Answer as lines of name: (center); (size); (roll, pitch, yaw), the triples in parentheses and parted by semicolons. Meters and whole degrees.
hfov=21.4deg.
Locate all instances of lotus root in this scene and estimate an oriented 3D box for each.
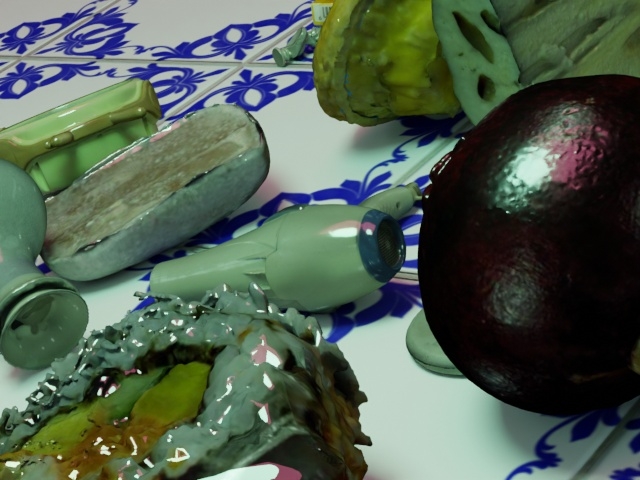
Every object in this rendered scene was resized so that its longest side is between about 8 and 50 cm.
lotus root: (0.271, -0.256, 1.945); (0.260, 0.267, 0.149); (-41, 33, -25)

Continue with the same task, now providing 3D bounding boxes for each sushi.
sushi: (-0.148, 0.205, 1.412); (0.417, 0.176, 0.417); (-18, 29, 11)

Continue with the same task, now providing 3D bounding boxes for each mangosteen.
mangosteen: (0.250, 0.023, 1.446); (0.347, 0.307, 0.307); (32, 46, 20)

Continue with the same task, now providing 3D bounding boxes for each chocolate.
chocolate: (-0.197, -0.047, 2.023); (0.303, 0.100, 0.185); (-29, 33, -6)

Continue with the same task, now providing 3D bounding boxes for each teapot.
teapot: (-0.357, 0.026, 1.871); (0.183, 0.183, 0.251); (-27, 47, -21)

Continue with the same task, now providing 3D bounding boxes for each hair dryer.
hair dryer: (-0.038, 0.013, 1.854); (0.295, 0.119, 0.298); (-14, 9, 13)

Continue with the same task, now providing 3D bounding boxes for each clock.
clock: (-0.313, -0.130, 2.179); (0.235, 0.096, 0.308); (-23, 9, -17)

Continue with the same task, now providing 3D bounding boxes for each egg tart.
egg tart: (0.156, -0.284, 2.072); (0.169, 0.388, 0.388); (38, 51, 21)

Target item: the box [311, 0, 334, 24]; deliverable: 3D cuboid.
box: (0.137, -0.358, 2.494); (0.269, 0.043, 0.152); (2, 27, 21)

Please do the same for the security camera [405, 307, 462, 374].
security camera: (0.197, 0.027, 1.683); (0.157, 0.080, 0.301); (9, 38, 41)

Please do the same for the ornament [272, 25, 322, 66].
ornament: (-0.029, -0.290, 2.491); (0.092, 0.041, 0.068); (-27, 3, 3)
